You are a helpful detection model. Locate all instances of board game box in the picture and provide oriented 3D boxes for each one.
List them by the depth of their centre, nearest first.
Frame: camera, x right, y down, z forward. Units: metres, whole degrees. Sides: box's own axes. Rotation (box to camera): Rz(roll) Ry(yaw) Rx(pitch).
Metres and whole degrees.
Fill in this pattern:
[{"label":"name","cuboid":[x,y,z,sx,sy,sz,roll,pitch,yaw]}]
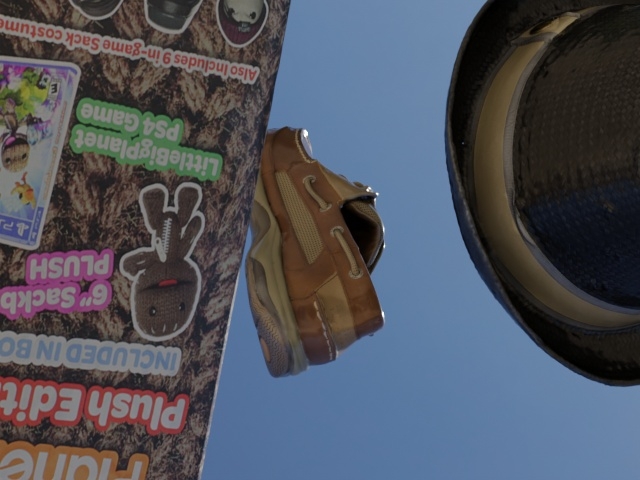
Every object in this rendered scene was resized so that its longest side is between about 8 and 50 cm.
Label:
[{"label":"board game box","cuboid":[-0.155,0.000,0.670,0.141,0.291,0.232,8,-175,-42]}]

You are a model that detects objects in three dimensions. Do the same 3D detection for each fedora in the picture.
[{"label":"fedora","cuboid":[0.243,-0.063,1.161,0.334,0.334,0.152,-36,-167,-38]}]

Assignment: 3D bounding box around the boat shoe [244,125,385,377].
[{"label":"boat shoe","cuboid":[0.000,0.000,1.493,0.116,0.123,0.324,-14,-145,5]}]
